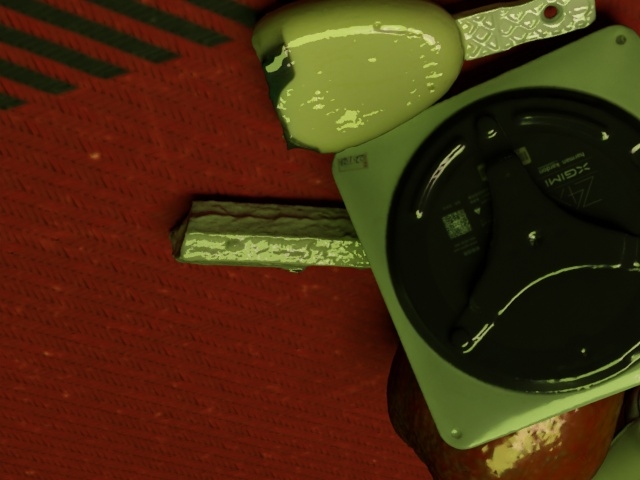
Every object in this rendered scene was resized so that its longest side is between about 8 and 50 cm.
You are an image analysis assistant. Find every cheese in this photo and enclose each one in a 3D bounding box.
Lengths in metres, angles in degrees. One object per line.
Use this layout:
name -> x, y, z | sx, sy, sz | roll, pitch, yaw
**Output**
cheese -> 0.080, -0.143, 0.842 | 0.252, 0.054, 0.127 | -15, 134, 4

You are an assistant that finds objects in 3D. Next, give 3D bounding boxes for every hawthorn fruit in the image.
hawthorn fruit -> 0.181, 0.108, 0.997 | 0.211, 0.210, 0.262 | 13, 124, -20

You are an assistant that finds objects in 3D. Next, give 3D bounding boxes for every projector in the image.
projector -> 0.168, 0.000, 0.869 | 0.257, 0.259, 0.079 | -24, 174, 13

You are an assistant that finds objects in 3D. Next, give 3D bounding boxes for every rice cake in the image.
rice cake -> 0.000, 0.000, 0.971 | 0.256, 0.052, 0.057 | 3, 162, -11

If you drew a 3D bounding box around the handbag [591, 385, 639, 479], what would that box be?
handbag -> 0.397, 0.277, 1.265 | 0.241, 0.109, 0.315 | 1, 137, -8
